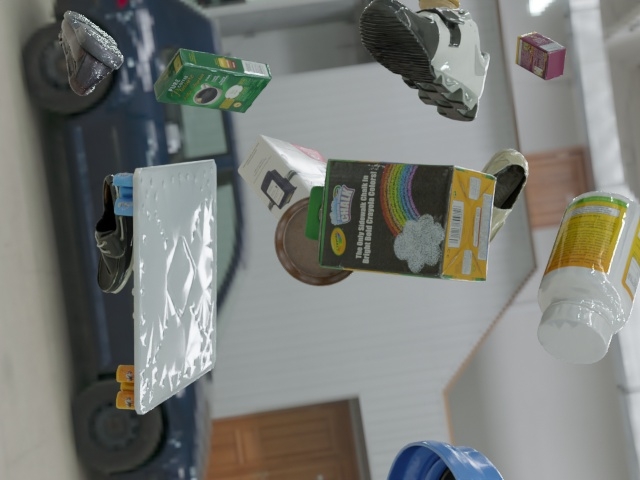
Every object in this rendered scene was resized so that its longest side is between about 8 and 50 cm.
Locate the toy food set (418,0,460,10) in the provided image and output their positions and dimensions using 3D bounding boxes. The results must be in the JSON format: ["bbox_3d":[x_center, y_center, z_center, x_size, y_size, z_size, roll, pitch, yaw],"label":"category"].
[{"bbox_3d":[0.226,-0.447,2.312,0.083,0.082,0.020,70,36,-71],"label":"toy food set"}]

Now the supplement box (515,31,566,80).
[{"bbox_3d":[0.382,-0.322,2.103,0.083,0.043,0.055,42,-38,45],"label":"supplement box"}]

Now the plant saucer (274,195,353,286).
[{"bbox_3d":[0.000,0.000,2.225,0.029,0.168,0.168,-44,126,-83],"label":"plant saucer"}]

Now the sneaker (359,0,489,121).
[{"bbox_3d":[0.173,-0.324,1.924,0.330,0.122,0.146,35,75,-55],"label":"sneaker"}]

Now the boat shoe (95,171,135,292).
[{"bbox_3d":[-0.361,-0.012,2.098,0.084,0.079,0.233,41,-55,39],"label":"boat shoe"}]

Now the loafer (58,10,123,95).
[{"bbox_3d":[-0.413,-0.325,2.095,0.095,0.109,0.302,-54,-156,6],"label":"loafer"}]

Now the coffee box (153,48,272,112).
[{"bbox_3d":[-0.192,-0.283,2.158,0.113,0.184,0.040,-45,-129,45],"label":"coffee box"}]

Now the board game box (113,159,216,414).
[{"bbox_3d":[-0.260,0.063,2.071,0.390,0.050,0.390,-25,116,-76],"label":"board game box"}]

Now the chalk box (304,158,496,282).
[{"bbox_3d":[0.112,-0.034,1.960,0.179,0.289,0.180,7,89,-59],"label":"chalk box"}]

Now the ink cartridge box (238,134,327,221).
[{"bbox_3d":[-0.029,-0.093,2.418,0.100,0.172,0.237,-56,-131,21],"label":"ink cartridge box"}]

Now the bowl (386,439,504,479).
[{"bbox_3d":[0.177,0.456,1.586,0.391,0.077,0.391,178,-90,-73],"label":"bowl"}]

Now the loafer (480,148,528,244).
[{"bbox_3d":[0.310,-0.059,2.324,0.268,0.102,0.092,-60,-176,1],"label":"loafer"}]

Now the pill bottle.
[{"bbox_3d":[0.397,0.056,1.777,0.136,0.136,0.246,84,25,-48],"label":"pill bottle"}]
